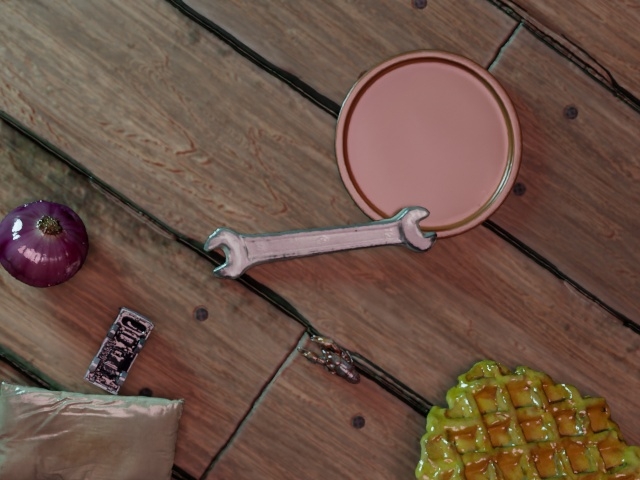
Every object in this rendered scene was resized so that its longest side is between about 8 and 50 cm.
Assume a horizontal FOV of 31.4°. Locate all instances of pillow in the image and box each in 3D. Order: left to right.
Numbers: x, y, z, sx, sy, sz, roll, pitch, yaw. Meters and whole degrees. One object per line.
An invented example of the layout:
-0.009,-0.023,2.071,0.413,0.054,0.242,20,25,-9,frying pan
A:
-0.291,0.251,1.424,0.229,0.050,0.148,5,115,-9,pillow

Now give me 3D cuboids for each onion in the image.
-0.345,0.007,1.411,0.115,0.104,0.115,12,46,-13,onion

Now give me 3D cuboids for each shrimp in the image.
0.016,0.151,1.476,0.092,0.029,0.038,28,88,-1,shrimp

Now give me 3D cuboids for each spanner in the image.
0.000,0.000,1.470,0.302,0.017,0.071,-8,91,0,spanner

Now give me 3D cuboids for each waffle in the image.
0.275,0.300,1.417,0.325,0.068,0.302,32,53,5,waffle

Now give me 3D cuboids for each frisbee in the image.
0.142,-0.125,1.492,0.250,0.021,0.251,0,90,-7,frisbee

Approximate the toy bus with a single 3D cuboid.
-0.252,0.136,1.434,0.052,0.058,0.102,29,92,-10,toy bus
